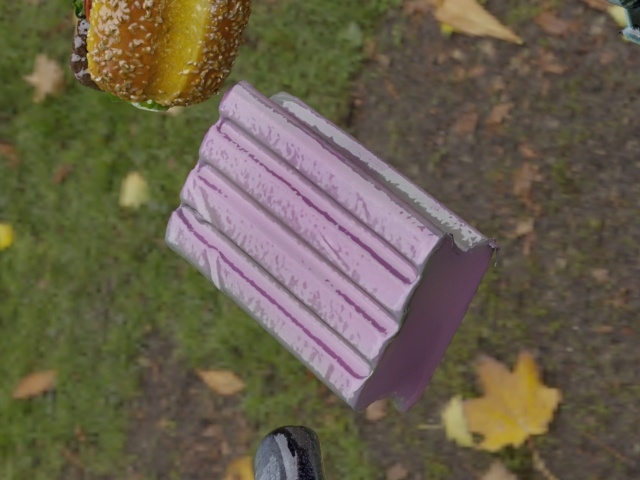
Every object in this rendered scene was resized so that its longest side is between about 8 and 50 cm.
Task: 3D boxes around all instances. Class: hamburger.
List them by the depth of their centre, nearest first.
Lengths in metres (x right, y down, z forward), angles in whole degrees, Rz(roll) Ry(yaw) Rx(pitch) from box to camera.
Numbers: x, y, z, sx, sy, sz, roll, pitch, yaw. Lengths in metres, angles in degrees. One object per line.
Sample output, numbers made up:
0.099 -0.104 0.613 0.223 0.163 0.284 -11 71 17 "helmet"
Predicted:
-0.111 -0.164 1.066 0.087 0.137 0.166 -117 40 -53 "hamburger"

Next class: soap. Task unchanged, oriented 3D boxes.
0.000 0.000 0.916 0.203 0.065 0.122 40 112 38 "soap"

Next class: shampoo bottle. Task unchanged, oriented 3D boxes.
-0.012 0.242 1.052 0.087 0.049 0.234 109 160 -45 "shampoo bottle"

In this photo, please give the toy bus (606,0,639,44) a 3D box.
0.269 -0.258 1.008 0.165 0.271 0.133 -42 46 -18 "toy bus"
